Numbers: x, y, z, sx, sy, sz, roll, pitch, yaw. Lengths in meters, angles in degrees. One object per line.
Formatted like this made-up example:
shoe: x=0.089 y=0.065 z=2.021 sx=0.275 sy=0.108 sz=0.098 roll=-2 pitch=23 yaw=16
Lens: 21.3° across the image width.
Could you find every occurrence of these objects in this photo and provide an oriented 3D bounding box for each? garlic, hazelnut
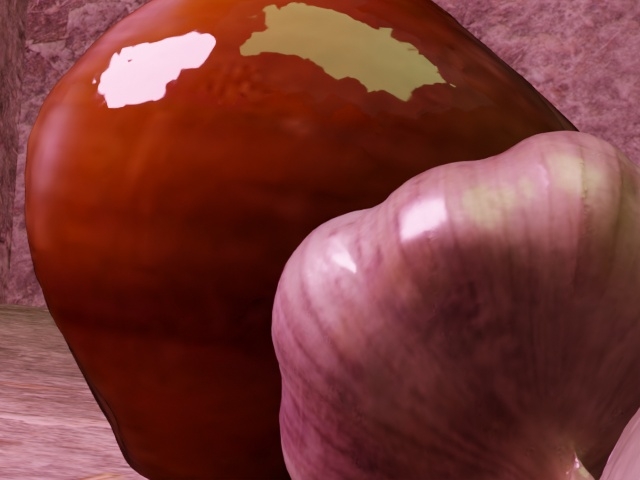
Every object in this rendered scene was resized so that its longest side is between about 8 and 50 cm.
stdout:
garlic: x=0.101 y=0.099 z=0.740 sx=0.245 sy=0.245 sz=0.253 roll=4 pitch=34 yaw=-5
hazelnut: x=0.000 y=0.000 z=0.993 sx=0.372 sy=0.315 sz=0.372 roll=10 pitch=-24 yaw=4

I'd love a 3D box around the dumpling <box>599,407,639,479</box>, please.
dumpling: x=0.195 y=0.115 z=0.432 sx=0.260 sy=0.181 sz=0.341 roll=24 pitch=-28 yaw=5
